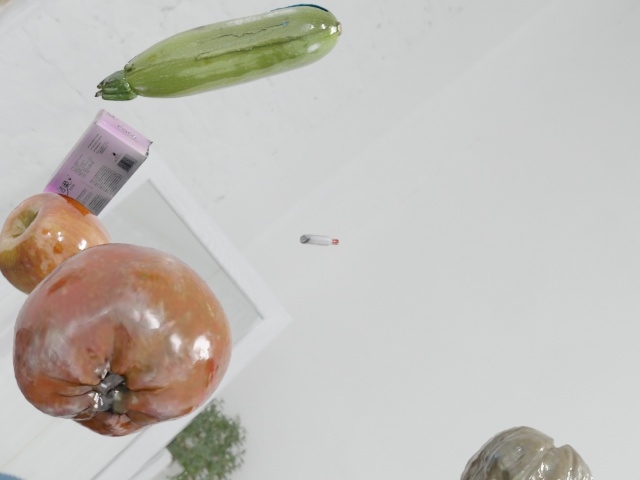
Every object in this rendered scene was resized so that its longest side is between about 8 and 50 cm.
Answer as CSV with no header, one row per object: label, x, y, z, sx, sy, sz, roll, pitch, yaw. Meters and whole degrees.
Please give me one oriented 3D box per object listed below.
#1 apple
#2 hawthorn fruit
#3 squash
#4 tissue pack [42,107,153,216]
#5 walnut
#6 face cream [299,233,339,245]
apple,-0.560,0.025,1.519,0.241,0.242,0.242,44,3,-44
hawthorn fruit,-0.269,0.130,0.954,0.284,0.284,0.284,51,-2,3
squash,-0.137,-0.241,0.914,0.094,0.341,0.094,-13,90,-81
tissue pack,-0.545,-0.184,1.704,0.149,0.246,0.092,36,26,-25
walnut,0.283,0.384,1.011,0.178,0.230,0.178,29,-2,1
face cream,0.000,0.000,1.461,0.040,0.083,0.021,-13,-106,60
